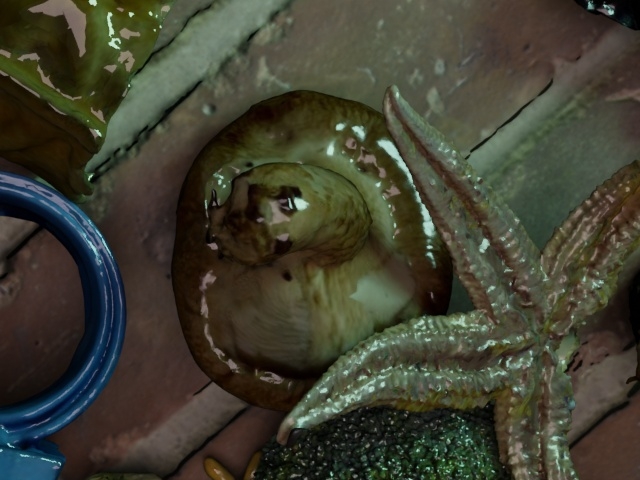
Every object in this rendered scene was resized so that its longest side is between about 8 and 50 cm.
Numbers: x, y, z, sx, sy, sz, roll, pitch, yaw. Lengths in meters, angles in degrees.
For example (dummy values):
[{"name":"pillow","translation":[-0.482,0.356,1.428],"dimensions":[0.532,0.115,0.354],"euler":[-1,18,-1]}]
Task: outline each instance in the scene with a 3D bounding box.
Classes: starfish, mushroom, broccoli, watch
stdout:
[{"name":"starfish","translation":[0.168,0.079,1.182],"dimensions":[0.384,0.132,0.398],"euler":[16,107,-32]},{"name":"mushroom","translation":[-0.002,0.018,1.224],"dimensions":[0.267,0.254,0.267],"euler":[-5,112,-11]},{"name":"broccoli","translation":[0.064,0.208,1.304],"dimensions":[0.226,0.198,0.176],"euler":[-30,147,24]},{"name":"watch","translation":[-0.328,0.072,1.216],"dimensions":[0.305,0.241,0.274],"euler":[18,82,-14]}]

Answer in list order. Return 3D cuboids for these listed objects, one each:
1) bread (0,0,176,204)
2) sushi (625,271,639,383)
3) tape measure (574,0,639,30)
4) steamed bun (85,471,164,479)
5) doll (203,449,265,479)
[{"name":"bread","translation":[-0.251,-0.186,1.170],"dimensions":[0.252,0.196,0.238],"euler":[28,96,-9]},{"name":"sushi","translation":[0.424,0.042,1.302],"dimensions":[0.343,0.182,0.196],"euler":[-32,89,5]},{"name":"tape measure","translation":[0.338,-0.259,1.239],"dimensions":[0.223,0.135,0.202],"euler":[18,122,-20]},{"name":"steamed bun","translation":[-0.212,0.312,1.309],"dimensions":[0.177,0.106,0.192],"euler":[-3,122,-9]},{"name":"doll","translation":[-0.061,0.289,1.354],"dimensions":[0.102,0.089,0.179],"euler":[-8,79,-6]}]
